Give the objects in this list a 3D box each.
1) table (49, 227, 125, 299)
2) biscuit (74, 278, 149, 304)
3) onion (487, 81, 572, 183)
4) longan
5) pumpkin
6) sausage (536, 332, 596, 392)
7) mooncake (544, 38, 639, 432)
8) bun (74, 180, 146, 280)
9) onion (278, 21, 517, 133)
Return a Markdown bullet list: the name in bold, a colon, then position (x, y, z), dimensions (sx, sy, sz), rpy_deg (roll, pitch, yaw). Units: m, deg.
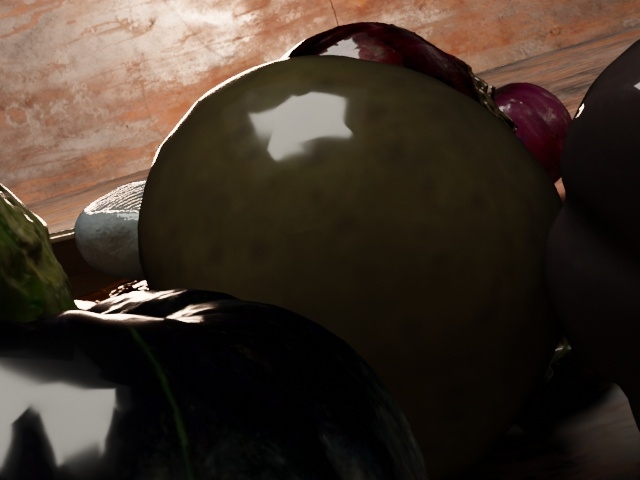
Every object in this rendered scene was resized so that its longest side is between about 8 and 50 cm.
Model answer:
- **table**: position (-0.284, 0.041, 1.342), dimensions (0.227, 0.167, 0.167), rpy_deg (-15, 7, -41)
- **biscuit**: position (-0.118, 0.058, 1.155), dimensions (0.289, 0.081, 0.334), rpy_deg (-20, 7, -13)
- **onion**: position (0.185, -0.098, 1.296), dimensions (0.177, 0.153, 0.177), rpy_deg (-4, 15, 1)
- **longan**: position (0.016, 0.017, 0.659), dimensions (0.246, 0.246, 0.215), rpy_deg (-18, -14, -7)
- **pumpkin**: position (-0.100, 0.093, 0.432), dimensions (0.296, 0.296, 0.296), rpy_deg (-16, 11, 3)
- **sausage**: position (0.203, 0.025, 0.856), dimensions (0.082, 0.082, 0.371), rpy_deg (-10, 14, 32)
- **mooncake**: position (0.210, 0.006, 0.530), dimensions (0.133, 0.245, 0.245), rpy_deg (-28, 15, -34)
- **bun**: position (-0.151, -0.007, 1.104), dimensions (0.141, 0.083, 0.141), rpy_deg (-14, 16, 4)
- **onion**: position (0.044, -0.028, 0.864), dimensions (0.281, 0.281, 0.221), rpy_deg (-23, 46, -27)
